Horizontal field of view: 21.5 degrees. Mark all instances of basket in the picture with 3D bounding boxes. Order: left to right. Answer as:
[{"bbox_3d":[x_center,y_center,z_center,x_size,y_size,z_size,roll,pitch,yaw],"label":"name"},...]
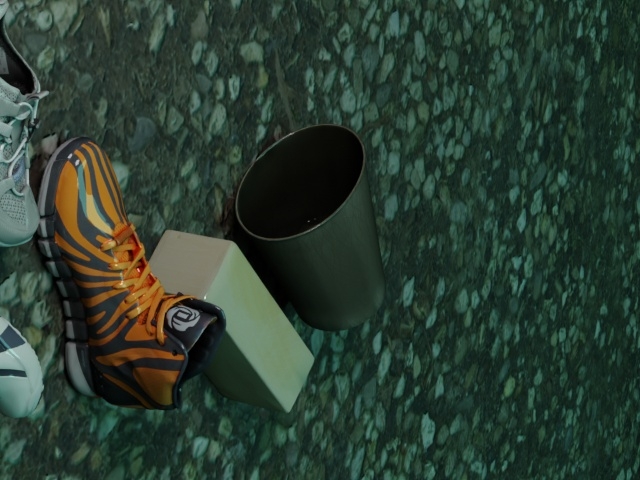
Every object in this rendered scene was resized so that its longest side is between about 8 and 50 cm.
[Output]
[{"bbox_3d":[0.000,0.000,2.183,0.204,0.154,0.227,-57,146,-32],"label":"basket"}]

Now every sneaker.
[{"bbox_3d":[-0.372,0.120,1.648,0.153,0.094,0.235,-52,140,-36],"label":"sneaker"},{"bbox_3d":[-0.314,-0.113,1.624,0.105,0.115,0.281,-82,162,-54],"label":"sneaker"},{"bbox_3d":[-0.194,0.042,1.834,0.124,0.180,0.321,-43,133,-46],"label":"sneaker"}]

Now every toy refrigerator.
[{"bbox_3d":[-0.110,0.099,2.069,0.094,0.102,0.269,-64,145,-26],"label":"toy refrigerator"}]
